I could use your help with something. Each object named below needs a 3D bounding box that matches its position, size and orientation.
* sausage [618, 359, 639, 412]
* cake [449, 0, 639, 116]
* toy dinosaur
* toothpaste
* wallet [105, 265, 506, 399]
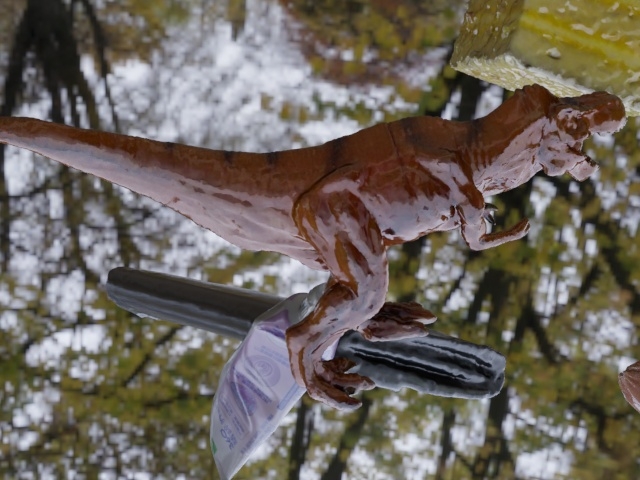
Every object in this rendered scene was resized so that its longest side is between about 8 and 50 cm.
[{"bbox_3d":[0.521,0.269,1.411,0.433,0.088,0.088,38,-155,-2],"label":"sausage"},{"bbox_3d":[0.312,-0.301,1.425,0.228,0.286,0.222,17,-177,-13],"label":"cake"},{"bbox_3d":[0.000,0.000,0.814,0.432,0.208,0.097,-8,-158,-8],"label":"toy dinosaur"},{"bbox_3d":[-0.046,0.120,1.055,0.048,0.301,0.075,-30,-105,-37],"label":"toothpaste"},{"bbox_3d":[-0.028,0.091,1.268,0.228,0.062,0.406,13,177,-40],"label":"wallet"}]
